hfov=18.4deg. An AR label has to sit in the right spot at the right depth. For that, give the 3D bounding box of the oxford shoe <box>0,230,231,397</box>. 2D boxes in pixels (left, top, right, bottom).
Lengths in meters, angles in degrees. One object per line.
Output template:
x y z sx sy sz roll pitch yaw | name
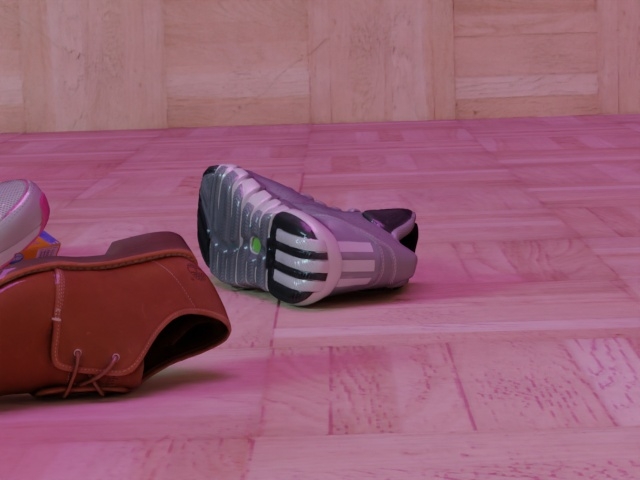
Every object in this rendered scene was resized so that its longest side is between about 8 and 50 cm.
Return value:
-0.137 0.055 1.063 0.212 0.076 0.076 -19 56 -36 | oxford shoe

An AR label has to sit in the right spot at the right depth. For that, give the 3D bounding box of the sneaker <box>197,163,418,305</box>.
0.000 0.000 1.458 0.132 0.086 0.228 0 15 -25 | sneaker

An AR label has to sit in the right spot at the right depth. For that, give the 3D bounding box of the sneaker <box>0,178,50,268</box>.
-0.331 -0.026 1.476 0.252 0.111 0.103 -5 30 0 | sneaker

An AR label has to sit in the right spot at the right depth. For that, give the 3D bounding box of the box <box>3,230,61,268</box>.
-0.285 -0.018 1.594 0.136 0.028 0.081 36 24 23 | box
